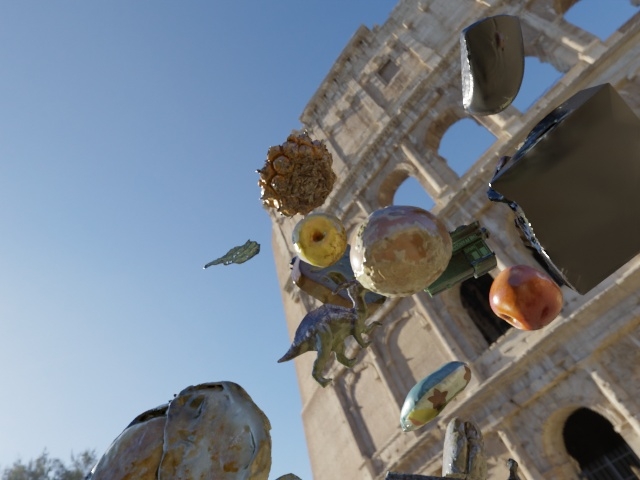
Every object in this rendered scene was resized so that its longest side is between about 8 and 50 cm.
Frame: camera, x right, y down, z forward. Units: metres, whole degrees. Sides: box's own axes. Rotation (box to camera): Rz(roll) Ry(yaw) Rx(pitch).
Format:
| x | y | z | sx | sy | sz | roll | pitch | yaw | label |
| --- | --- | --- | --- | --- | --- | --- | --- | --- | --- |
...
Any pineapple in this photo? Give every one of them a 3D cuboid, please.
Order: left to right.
| x | y | z | sx | sy | sz | roll | pitch | yaw | label |
| --- | --- | --- | --- | --- | --- | --- | --- | --- | --- |
| -0.045 | -0.140 | 1.040 | 0.224 | 0.076 | 0.225 | -15 | -56 | -24 | pineapple |

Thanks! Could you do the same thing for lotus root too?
| x | y | z | sx | sy | sz | roll | pitch | yaw | label |
| --- | --- | --- | --- | --- | --- | --- | --- | --- | --- |
| 0.058 | 0.128 | 1.652 | 0.374 | 0.390 | 0.111 | -3 | -47 | -42 | lotus root |

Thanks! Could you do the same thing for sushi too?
| x | y | z | sx | sy | sz | roll | pitch | yaw | label |
| --- | --- | --- | --- | --- | --- | --- | --- | --- | --- |
| 0.407 | -0.086 | 0.738 | 0.215 | 0.212 | 0.227 | -42 | -85 | 12 | sushi |

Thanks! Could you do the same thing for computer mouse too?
| x | y | z | sx | sy | sz | roll | pitch | yaw | label |
| --- | --- | --- | --- | --- | --- | --- | --- | --- | --- |
| 0.484 | -0.477 | 1.243 | 0.170 | 0.100 | 0.270 | -20 | -64 | -10 | computer mouse |

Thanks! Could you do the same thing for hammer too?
| x | y | z | sx | sy | sz | roll | pitch | yaw | label |
| --- | --- | --- | --- | --- | --- | --- | --- | --- | --- |
| 0.276 | 0.524 | 0.959 | 0.297 | 0.125 | 0.027 | -9 | -24 | 28 | hammer |

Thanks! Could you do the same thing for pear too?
| x | y | z | sx | sy | sz | roll | pitch | yaw | label |
| --- | --- | --- | --- | --- | --- | --- | --- | --- | --- |
| 0.000 | 0.000 | 1.322 | 0.177 | 0.178 | 0.178 | -14 | -42 | -14 | pear |

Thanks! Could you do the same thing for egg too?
| x | y | z | sx | sy | sz | roll | pitch | yaw | label |
| --- | --- | --- | --- | --- | --- | --- | --- | --- | --- |
| 0.169 | 0.019 | 0.935 | 0.233 | 0.195 | 0.195 | -29 | -36 | -31 | egg |

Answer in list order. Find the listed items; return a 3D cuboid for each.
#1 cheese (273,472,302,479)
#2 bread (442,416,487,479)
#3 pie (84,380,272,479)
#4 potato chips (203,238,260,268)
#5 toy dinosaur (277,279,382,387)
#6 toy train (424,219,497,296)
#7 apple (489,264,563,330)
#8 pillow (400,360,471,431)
| x | y | z | sx | sy | sz | roll | pitch | yaw | label |
| --- | --- | --- | --- | --- | --- | --- | --- | --- | --- |
| -0.124 | 0.586 | 0.982 | 0.202 | 0.091 | 0.175 | -3 | -38 | -41 | cheese |
| 0.379 | 0.585 | 1.192 | 0.101 | 0.183 | 0.337 | 6 | -40 | 16 | bread |
| -0.218 | 0.365 | 0.673 | 0.338 | 0.339 | 0.077 | -27 | -50 | 1 | pie |
| -0.268 | 0.048 | 1.414 | 0.207 | 0.091 | 0.028 | -32 | -49 | -47 | potato chips |
| 0.038 | 0.221 | 1.073 | 0.294 | 0.162 | 0.077 | -37 | -23 | -23 | toy dinosaur |
| 0.465 | 0.073 | 1.585 | 0.330 | 0.178 | 0.138 | -30 | -31 | 6 | toy train |
| 0.490 | 0.140 | 1.073 | 0.139 | 0.163 | 0.163 | -53 | -45 | 4 | apple |
| 0.310 | 0.414 | 1.200 | 0.233 | 0.086 | 0.214 | -24 | -37 | -34 | pillow |
